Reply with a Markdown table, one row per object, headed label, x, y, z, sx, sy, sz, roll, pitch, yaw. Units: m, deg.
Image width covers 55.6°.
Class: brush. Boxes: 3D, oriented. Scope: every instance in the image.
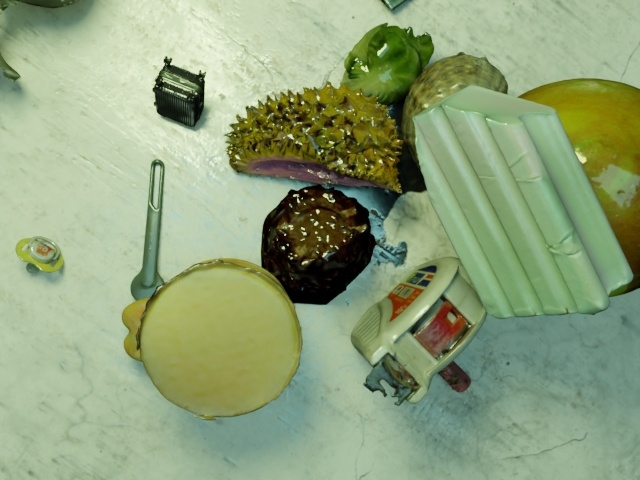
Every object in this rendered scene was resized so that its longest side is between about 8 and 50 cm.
| label | x | y | z | sx | sy | sz | roll | pitch | yaw |
| --- | --- | --- | --- | --- | --- | --- | --- | --- | --- |
| brush | -0.307 | -0.016 | 1.116 | 0.062 | 0.027 | 0.266 | 4 | 86 | -6 |

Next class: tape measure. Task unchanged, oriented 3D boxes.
| label | x | y | z | sx | sy | sz | roll | pitch | yaw |
| --- | --- | --- | --- | --- | --- | --- | --- | --- | --- |
| tape measure | 0.169 | 0.149 | 1.045 | 0.265 | 0.258 | 0.130 | -43 | 92 | -4 |

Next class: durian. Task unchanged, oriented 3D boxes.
| label | x | y | z | sx | sy | sz | roll | pitch | yaw |
| --- | --- | --- | --- | --- | --- | --- | --- | --- | --- |
| durian | -0.013 | -0.192 | 1.071 | 0.341 | 0.112 | 0.191 | 9 | 96 | 12 |

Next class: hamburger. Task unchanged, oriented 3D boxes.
| label | x | y | z | sx | sy | sz | roll | pitch | yaw |
| --- | --- | --- | --- | --- | --- | --- | --- | --- | --- |
| hamburger | -0.189 | 0.161 | 1.044 | 0.302 | 0.186 | 0.261 | -14 | 95 | -11 |

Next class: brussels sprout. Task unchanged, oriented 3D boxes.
| label | x | y | z | sx | sy | sz | roll | pitch | yaw |
| --- | --- | --- | --- | --- | --- | --- | --- | --- | --- |
| brussels sprout | 0.119 | -0.318 | 1.126 | 0.181 | 0.100 | 0.139 | -44 | 109 | -9 |

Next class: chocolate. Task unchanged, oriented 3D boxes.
| label | x | y | z | sx | sy | sz | roll | pitch | yaw |
| --- | --- | --- | --- | --- | --- | --- | --- | --- | --- |
| chocolate | 0.000 | 0.000 | 1.070 | 0.224 | 0.177 | 0.206 | -44 | 94 | -6 |

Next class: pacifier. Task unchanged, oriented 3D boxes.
| label | x | y | z | sx | sy | sz | roll | pitch | yaw |
| --- | --- | --- | --- | --- | --- | --- | --- | --- | --- |
| pacifier | -0.505 | 0.031 | 1.084 | 0.083 | 0.068 | 0.064 | 32 | 121 | -20 |

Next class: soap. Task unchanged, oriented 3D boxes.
| label | x | y | z | sx | sy | sz | roll | pitch | yaw |
| --- | --- | --- | --- | --- | --- | --- | --- | --- | --- |
| soap | 0.275 | -0.059 | 0.885 | 0.115 | 0.208 | 0.347 | -35 | 100 | -33 |

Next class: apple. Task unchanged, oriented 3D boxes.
| label | x | y | z | sx | sy | sz | roll | pitch | yaw |
| --- | --- | --- | --- | --- | --- | --- | --- | --- | --- |
| apple | 0.443 | -0.086 | 1.064 | 0.374 | 0.374 | 0.384 | -2 | 129 | -6 |

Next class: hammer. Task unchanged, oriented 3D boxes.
| label | x | y | z | sx | sy | sz | roll | pitch | yaw |
| --- | --- | --- | --- | --- | --- | --- | --- | --- | --- |
| hammer | 0.251 | 0.255 | 1.165 | 0.043 | 0.043 | 0.083 | -45 | 96 | -4 |

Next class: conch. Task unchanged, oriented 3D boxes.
| label | x | y | z | sx | sy | sz | roll | pitch | yaw |
| --- | --- | --- | --- | --- | --- | --- | --- | --- | --- |
| conch | 0.218 | -0.224 | 1.090 | 0.159 | 0.210 | 0.291 | 36 | 45 | 15 |

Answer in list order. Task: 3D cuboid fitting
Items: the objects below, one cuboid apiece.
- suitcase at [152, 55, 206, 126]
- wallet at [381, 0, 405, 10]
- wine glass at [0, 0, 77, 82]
| label | x | y | z | sx | sy | sz | roll | pitch | yaw |
| --- | --- | --- | --- | --- | --- | --- | --- | --- | --- |
| suitcase | -0.246 | -0.256 | 1.069 | 0.086 | 0.126 | 0.059 | 22 | 72 | -6 |
| wallet | 0.124 | -0.509 | 1.155 | 0.088 | 0.026 | 0.129 | -40 | 93 | -8 |
| wine glass | -0.511 | -0.449 | 0.991 | 0.238 | 0.238 | 0.323 | 31 | 90 | -5 |
